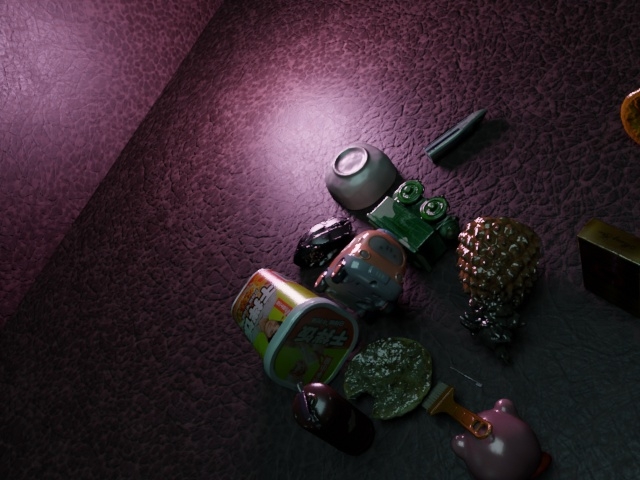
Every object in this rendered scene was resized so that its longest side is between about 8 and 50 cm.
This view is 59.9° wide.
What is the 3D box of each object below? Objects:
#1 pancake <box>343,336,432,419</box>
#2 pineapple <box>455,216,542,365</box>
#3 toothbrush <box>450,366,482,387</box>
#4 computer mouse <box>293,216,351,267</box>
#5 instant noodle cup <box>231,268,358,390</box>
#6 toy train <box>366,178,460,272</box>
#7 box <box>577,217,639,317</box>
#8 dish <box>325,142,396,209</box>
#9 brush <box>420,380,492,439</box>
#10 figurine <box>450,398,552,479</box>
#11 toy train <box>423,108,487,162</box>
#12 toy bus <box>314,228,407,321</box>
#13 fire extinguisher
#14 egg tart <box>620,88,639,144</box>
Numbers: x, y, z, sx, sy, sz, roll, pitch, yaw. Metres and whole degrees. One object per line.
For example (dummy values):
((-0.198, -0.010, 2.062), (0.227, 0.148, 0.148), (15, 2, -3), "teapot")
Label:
((0.185, 0.362, 1.490), (0.253, 0.037, 0.254), (-17, 43, 16), "pancake")
((0.443, 0.133, 1.423), (0.222, 0.223, 0.358), (2, 72, 31), "pineapple")
((0.373, 0.350, 1.425), (0.097, 0.006, 0.008), (28, 78, 41), "toothbrush")
((0.000, 0.000, 1.853), (0.241, 0.077, 0.147), (-37, 49, 2), "computer mouse")
((-0.094, 0.241, 1.619), (0.294, 0.294, 0.307), (-47, 40, -8), "instant noodle cup")
((0.291, -0.055, 1.676), (0.202, 0.145, 0.266), (-46, 47, -2), "toy train")
((0.689, 0.066, 1.284), (0.071, 0.240, 0.159), (-44, 47, -7), "box")
((0.125, -0.240, 1.926), (0.256, 0.117, 0.257), (-16, 50, 20), "dish")
((0.314, 0.396, 1.291), (0.090, 0.017, 0.314), (-48, 9, -7), "brush")
((0.393, 0.459, 1.224), (0.173, 0.173, 0.173), (-16, 51, 20), "figurine")
((0.461, -0.355, 1.851), (0.251, 0.055, 0.048), (-37, 47, 3), "toy train")
((0.133, 0.086, 1.591), (0.232, 0.194, 0.287), (-59, 8, -27), "toy bus")
((0.025, 0.432, 1.344), (0.114, 0.337, 0.135), (-37, 47, 3), "fire extinguisher")
((0.937, -0.354, 1.493), (0.147, 0.203, 0.202), (-39, 45, -18), "egg tart")
